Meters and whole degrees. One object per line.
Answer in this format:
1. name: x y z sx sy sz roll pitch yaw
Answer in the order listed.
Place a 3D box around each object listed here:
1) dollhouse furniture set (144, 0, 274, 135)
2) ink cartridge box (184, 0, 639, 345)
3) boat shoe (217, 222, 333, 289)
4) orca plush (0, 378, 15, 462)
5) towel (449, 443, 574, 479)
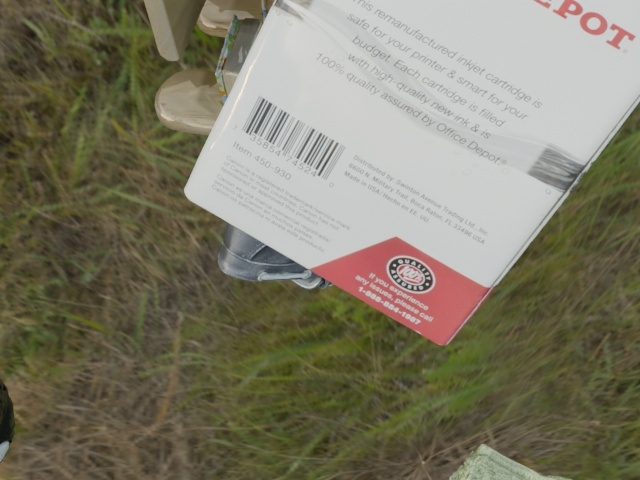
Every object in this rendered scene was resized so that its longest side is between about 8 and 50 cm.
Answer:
1. dollhouse furniture set: -0.070 -0.211 0.635 0.161 0.212 0.242 8 55 13
2. ink cartridge box: 0.033 -0.049 0.350 0.099 0.056 0.135 31 128 -2
3. boat shoe: 0.000 0.000 1.238 0.108 0.301 0.102 30 106 25
4. orca plush: -0.226 0.054 0.588 0.102 0.287 0.151 -39 50 3
5. towel: 0.088 0.177 0.535 0.110 0.027 0.148 20 83 22
